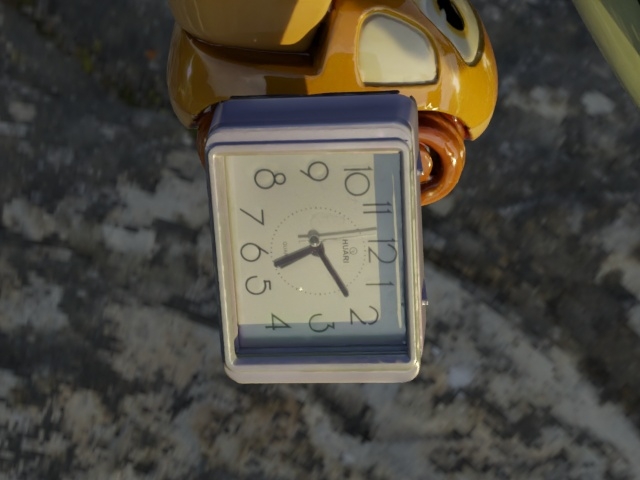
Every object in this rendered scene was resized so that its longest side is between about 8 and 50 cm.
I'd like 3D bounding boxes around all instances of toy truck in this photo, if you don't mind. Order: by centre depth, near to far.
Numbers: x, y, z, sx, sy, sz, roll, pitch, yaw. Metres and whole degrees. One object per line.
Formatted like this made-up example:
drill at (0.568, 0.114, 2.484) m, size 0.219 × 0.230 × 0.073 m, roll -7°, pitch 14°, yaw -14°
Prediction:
toy truck at (-0.002, -0.161, 1.340) m, size 0.288 × 0.211 × 0.204 m, roll 1°, pitch 35°, yaw -1°

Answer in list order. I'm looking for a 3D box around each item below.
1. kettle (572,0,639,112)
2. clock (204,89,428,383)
kettle at (0.275, -0.201, 1.345) m, size 0.255 × 0.165 × 0.240 m, roll 62°, pitch 21°, yaw -16°
clock at (0.001, 0.000, 1.178) m, size 0.144 × 0.193 × 0.073 m, roll -2°, pitch 23°, yaw 6°
